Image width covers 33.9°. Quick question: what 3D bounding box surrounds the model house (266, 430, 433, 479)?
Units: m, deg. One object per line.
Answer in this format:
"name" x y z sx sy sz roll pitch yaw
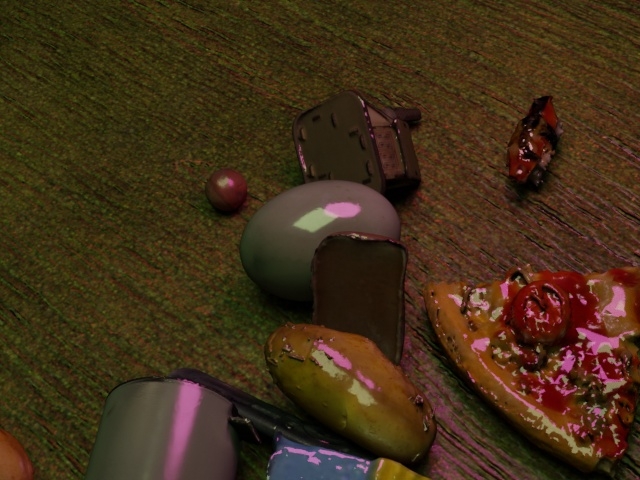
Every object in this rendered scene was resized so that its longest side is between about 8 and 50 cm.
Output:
"model house" 0.041 0.424 1.424 0.303 0.216 0.237 9 50 12

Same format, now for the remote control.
"remote control" -0.066 0.287 1.635 0.377 0.107 0.044 21 96 26

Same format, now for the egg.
"egg" 0.000 0.000 1.805 0.282 0.203 0.203 -12 48 0

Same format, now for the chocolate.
"chocolate" 0.067 0.100 1.701 0.161 0.262 0.083 10 22 15

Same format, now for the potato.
"potato" 0.047 0.225 1.610 0.300 0.140 0.173 32 23 13

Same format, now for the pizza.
"pizza" 0.409 0.132 1.677 0.406 0.130 0.440 -32 52 -16

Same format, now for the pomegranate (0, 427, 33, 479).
"pomegranate" -0.533 0.368 1.564 0.207 0.207 0.207 -4 48 5

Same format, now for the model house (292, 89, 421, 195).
"model house" 0.123 -0.167 2.003 0.278 0.219 0.204 -9 -5 -42

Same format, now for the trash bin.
"trash bin" -0.234 0.363 1.509 0.277 0.217 0.263 -7 47 16

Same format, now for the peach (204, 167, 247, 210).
"peach" -0.178 -0.096 2.003 0.083 0.083 0.083 -4 48 5

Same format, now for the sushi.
"sushi" 0.397 -0.174 1.968 0.103 0.097 0.226 41 50 -12
